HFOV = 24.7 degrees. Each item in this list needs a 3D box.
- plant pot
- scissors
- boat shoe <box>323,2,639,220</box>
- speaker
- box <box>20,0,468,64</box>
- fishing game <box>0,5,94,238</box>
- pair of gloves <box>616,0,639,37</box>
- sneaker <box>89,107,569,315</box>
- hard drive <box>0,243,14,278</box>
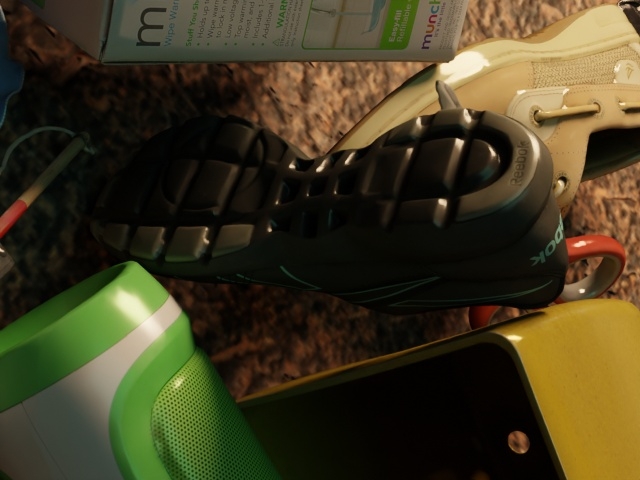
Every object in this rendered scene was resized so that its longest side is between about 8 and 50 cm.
[{"bbox_3d":[0.104,0.141,0.830,0.187,0.212,0.212,-25,94,-51],"label":"plant pot"},{"bbox_3d":[0.100,0.003,0.865,0.297,0.109,0.021,33,19,-54],"label":"scissors"},{"bbox_3d":[0.119,-0.057,0.918,0.341,0.121,0.110,-27,77,-40],"label":"boat shoe"},{"bbox_3d":[-0.062,0.163,0.736,0.131,0.131,0.296,-38,102,-37],"label":"speaker"},{"bbox_3d":[-0.021,-0.230,0.753,0.231,0.127,0.262,-6,119,-34],"label":"box"},{"bbox_3d":[-0.208,-0.128,0.712,0.264,0.041,0.189,52,25,-13],"label":"fishing game"},{"bbox_3d":[0.253,-0.150,1.130,0.074,0.010,0.083,-31,95,-37],"label":"pair of gloves"},{"bbox_3d":[0.000,0.000,0.757,0.106,0.267,0.101,55,47,-46],"label":"sneaker"},{"bbox_3d":[-0.197,-0.017,0.615,0.135,0.022,0.094,57,37,-17],"label":"hard drive"}]
